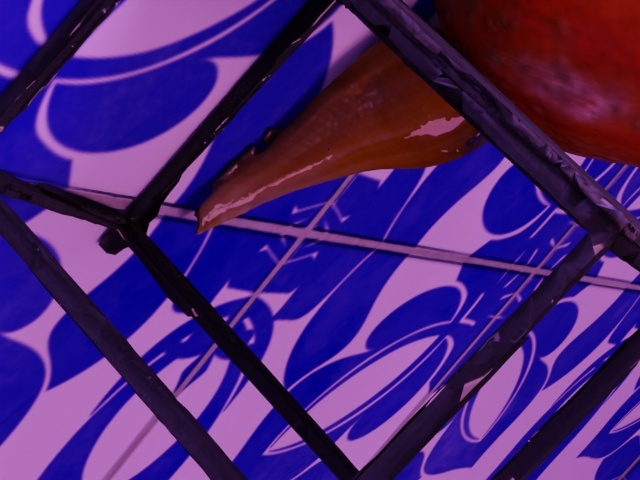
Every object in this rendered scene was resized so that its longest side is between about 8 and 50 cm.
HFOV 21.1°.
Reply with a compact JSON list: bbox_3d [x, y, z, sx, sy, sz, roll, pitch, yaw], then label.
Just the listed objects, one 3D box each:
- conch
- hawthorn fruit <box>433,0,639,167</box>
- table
[{"bbox_3d":[0.055,-0.084,1.265,0.330,0.093,0.109,-35,161,-18],"label":"conch"},{"bbox_3d":[0.251,-0.173,1.142,0.287,0.330,0.287,-22,122,-40],"label":"hawthorn fruit"},{"bbox_3d":[0.000,0.000,1.018,0.272,0.335,0.222,-48,156,9],"label":"table"}]
